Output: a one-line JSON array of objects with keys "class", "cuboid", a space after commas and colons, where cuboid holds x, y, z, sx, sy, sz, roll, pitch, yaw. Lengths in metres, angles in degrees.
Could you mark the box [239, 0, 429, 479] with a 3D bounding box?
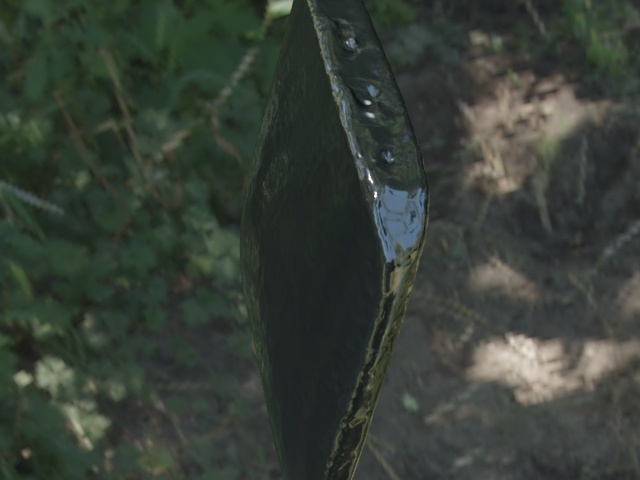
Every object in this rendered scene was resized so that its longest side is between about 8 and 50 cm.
[{"class": "box", "cuboid": [0.000, 0.000, 0.854, 0.042, 0.201, 0.212, 2, 40, -17]}]
